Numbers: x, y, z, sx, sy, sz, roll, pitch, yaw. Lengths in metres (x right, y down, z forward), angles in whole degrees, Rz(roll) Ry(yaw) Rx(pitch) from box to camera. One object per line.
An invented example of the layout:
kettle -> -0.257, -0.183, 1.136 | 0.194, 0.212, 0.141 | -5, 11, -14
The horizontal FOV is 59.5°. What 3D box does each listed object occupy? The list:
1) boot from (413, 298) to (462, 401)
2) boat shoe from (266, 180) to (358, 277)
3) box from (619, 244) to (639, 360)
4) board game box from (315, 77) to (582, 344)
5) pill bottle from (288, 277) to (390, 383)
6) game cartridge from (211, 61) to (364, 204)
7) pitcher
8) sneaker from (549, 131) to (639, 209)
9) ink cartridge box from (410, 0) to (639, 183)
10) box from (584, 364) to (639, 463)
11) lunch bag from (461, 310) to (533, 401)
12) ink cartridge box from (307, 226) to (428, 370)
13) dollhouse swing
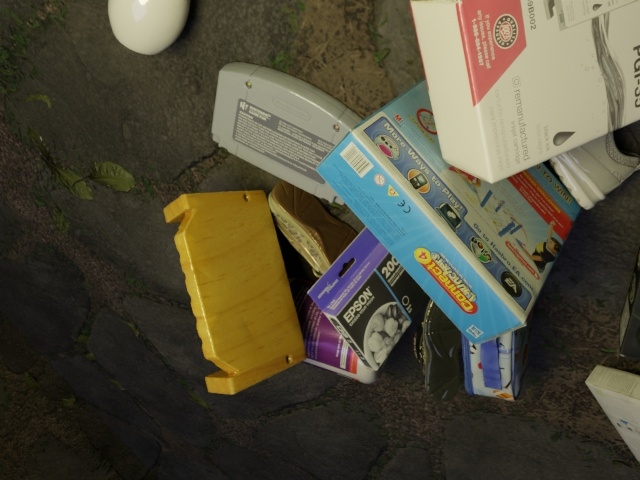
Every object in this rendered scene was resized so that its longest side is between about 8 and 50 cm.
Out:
boot -> 0.235, 0.181, 1.136 | 0.085, 0.178, 0.236 | 2, 101, 0
boat shoe -> 0.000, 0.000, 1.151 | 0.285, 0.105, 0.089 | 50, 145, -1
box -> 0.637, 0.045, 0.806 | 0.319, 0.097, 0.394 | 7, 132, 21
board game box -> 0.195, -0.070, 0.776 | 0.308, 0.302, 0.086 | 48, 137, 0
pill bottle -> -0.003, 0.190, 1.258 | 0.323, 0.181, 0.181 | 14, 134, 20
game cartridge -> -0.057, -0.201, 1.027 | 0.294, 0.060, 0.196 | 28, 141, 6
pitcher -> -0.283, -0.431, 0.915 | 0.177, 0.126, 0.207 | 49, 128, 14
sneaker -> 0.347, -0.182, 0.791 | 0.115, 0.105, 0.281 | -35, 109, 22
ink cartridge box -> 0.268, -0.219, 0.635 | 0.283, 0.117, 0.207 | -24, 117, -8
box -> 0.676, 0.383, 1.053 | 0.322, 0.058, 0.232 | 53, 162, -19
lunch bag -> 0.302, 0.117, 0.962 | 0.115, 0.243, 0.303 | 5, 132, 27
ink cartridge box -> 0.102, 0.108, 1.100 | 0.045, 0.206, 0.208 | -6, 126, 54
dollhouse swing -> -0.232, 0.108, 1.121 | 0.305, 0.315, 0.346 | -16, 87, 33
